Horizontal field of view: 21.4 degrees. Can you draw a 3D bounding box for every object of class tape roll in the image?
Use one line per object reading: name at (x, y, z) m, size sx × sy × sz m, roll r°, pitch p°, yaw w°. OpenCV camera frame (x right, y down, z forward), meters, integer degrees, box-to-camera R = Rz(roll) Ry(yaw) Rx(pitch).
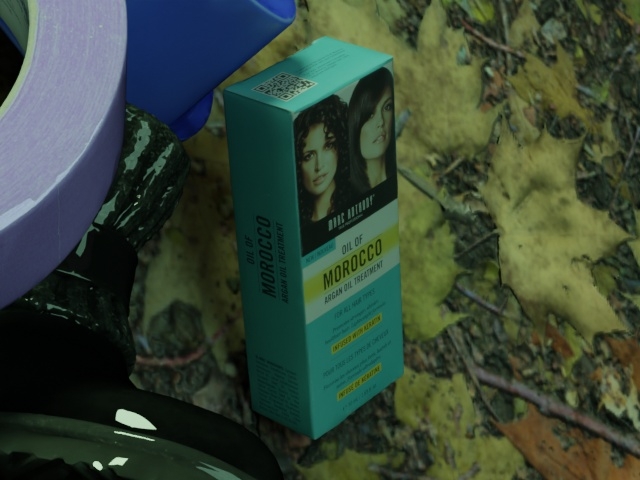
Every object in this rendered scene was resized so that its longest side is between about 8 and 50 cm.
tape roll at (-0.234, -0.087, 0.840) m, size 0.274 × 0.090 × 0.275 m, roll 3°, pitch 64°, yaw -7°

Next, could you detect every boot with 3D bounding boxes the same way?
boot at (-0.120, 0.044, 0.916) m, size 0.260 × 0.348 × 0.131 m, roll -58°, pitch 140°, yaw -31°

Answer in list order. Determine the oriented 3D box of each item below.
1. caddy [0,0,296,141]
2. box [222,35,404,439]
caddy at (-0.153, -0.221, 1.064) m, size 0.341 × 0.179 × 0.241 m, roll 52°, pitch 24°, yaw -17°
box at (0.000, 0.000, 1.104) m, size 0.100 × 0.060 × 0.244 m, roll -33°, pitch 131°, yaw -39°
